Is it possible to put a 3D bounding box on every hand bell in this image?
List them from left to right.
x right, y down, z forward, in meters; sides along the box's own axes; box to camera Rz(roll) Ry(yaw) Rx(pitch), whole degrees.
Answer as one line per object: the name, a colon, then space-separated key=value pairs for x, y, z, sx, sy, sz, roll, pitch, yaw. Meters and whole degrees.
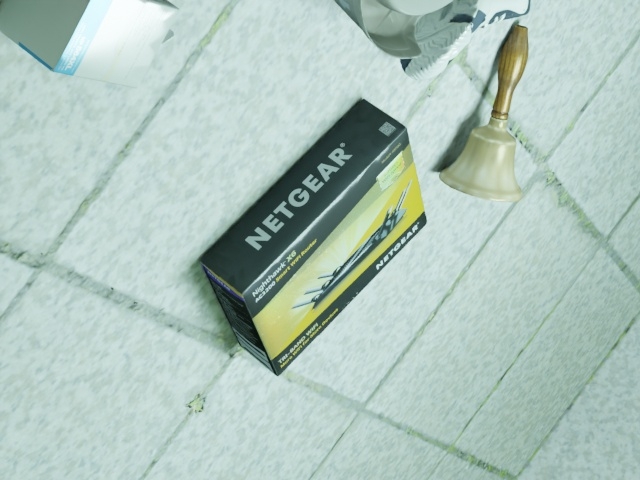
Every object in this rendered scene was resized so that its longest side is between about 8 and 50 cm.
hand bell: x=0.260 y=-0.189 z=2.217 sx=0.126 sy=0.126 sz=0.242 roll=-11 pitch=120 yaw=-53

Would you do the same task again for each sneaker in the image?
sneaker: x=0.202 y=-0.292 z=1.978 sx=0.153 sy=0.094 sz=0.235 roll=25 pitch=90 yaw=-54

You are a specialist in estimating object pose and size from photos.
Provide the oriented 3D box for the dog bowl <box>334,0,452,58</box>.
dog bowl: x=0.130 y=-0.381 z=1.749 sx=0.349 sy=0.102 sz=0.349 roll=-39 pitch=151 yaw=-27

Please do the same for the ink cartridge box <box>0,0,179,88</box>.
ink cartridge box: x=-0.209 y=-0.204 z=1.426 sx=0.143 sy=0.092 sz=0.090 roll=6 pitch=117 yaw=-59

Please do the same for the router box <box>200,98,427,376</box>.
router box: x=0.000 y=0.000 z=2.021 sx=0.309 sy=0.081 sz=0.243 roll=-46 pitch=152 yaw=-15
